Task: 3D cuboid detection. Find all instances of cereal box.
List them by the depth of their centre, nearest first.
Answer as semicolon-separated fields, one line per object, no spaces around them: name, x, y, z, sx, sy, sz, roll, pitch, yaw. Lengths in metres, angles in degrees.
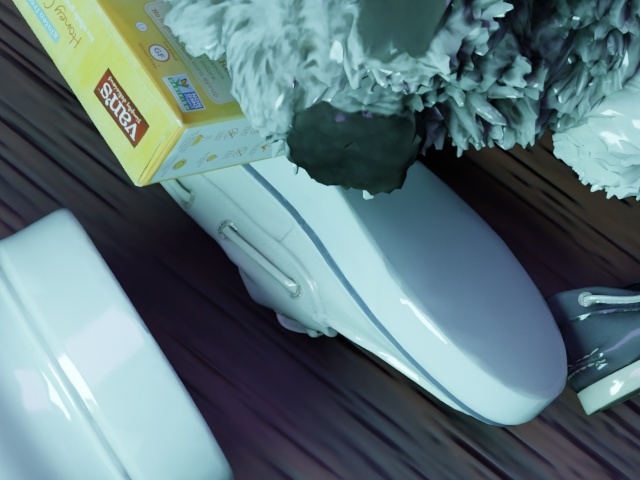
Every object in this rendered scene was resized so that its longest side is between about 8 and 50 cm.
cereal box;-0.032;-0.121;0.770;0.240;0.047;0.173;-17;64;-46

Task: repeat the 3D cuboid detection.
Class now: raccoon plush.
raccoon plush;0.073;-0.195;0.741;0.216;0.299;0.446;-43;62;31

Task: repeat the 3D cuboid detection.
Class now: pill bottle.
pill bottle;-0.213;0.131;0.693;0.334;0.188;0.188;-32;74;-9

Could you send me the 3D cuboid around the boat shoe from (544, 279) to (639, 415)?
boat shoe;0.201;0.008;0.784;0.206;0.075;0.065;-29;77;-3

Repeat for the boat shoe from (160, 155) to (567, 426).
boat shoe;0.000;0.000;0.782;0.267;0.088;0.096;43;34;15
